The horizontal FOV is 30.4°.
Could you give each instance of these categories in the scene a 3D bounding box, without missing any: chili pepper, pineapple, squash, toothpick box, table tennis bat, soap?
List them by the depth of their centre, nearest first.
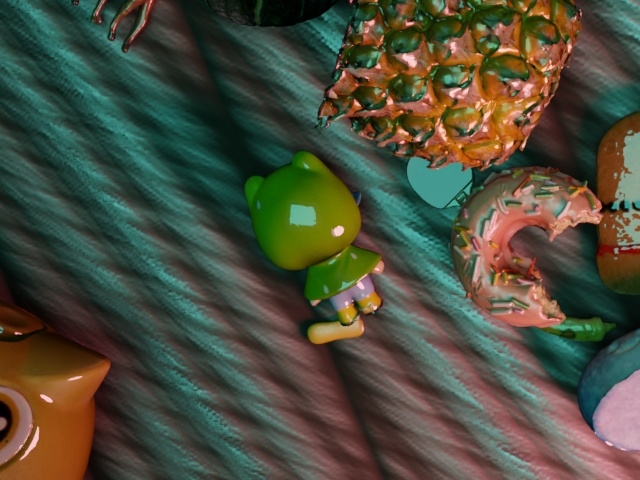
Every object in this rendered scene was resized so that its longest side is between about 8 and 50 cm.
[{"bbox_3d":[0.165,-0.258,1.547,0.300,0.352,0.352,22,103,-3],"label":"pineapple"},{"bbox_3d":[-0.070,-0.404,1.603,0.252,0.252,0.165,27,137,6],"label":"squash"},{"bbox_3d":[0.324,0.105,1.715,0.208,0.043,0.049,23,116,7],"label":"chili pepper"},{"bbox_3d":[0.194,-0.077,1.724,0.156,0.013,0.087,45,102,3],"label":"table tennis bat"},{"bbox_3d":[-0.540,0.285,1.726,0.409,0.409,0.425,28,100,5],"label":"toothpick box"},{"bbox_3d":[0.023,0.136,1.793,0.089,0.012,0.034,-11,97,13],"label":"soap"}]

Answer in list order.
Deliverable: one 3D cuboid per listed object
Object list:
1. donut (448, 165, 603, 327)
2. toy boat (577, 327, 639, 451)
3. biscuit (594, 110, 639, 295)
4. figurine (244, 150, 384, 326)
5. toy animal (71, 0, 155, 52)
[{"bbox_3d":[0.276,0.003,1.660,0.199,0.085,0.233,20,100,17],"label":"donut"},{"bbox_3d":[0.519,0.180,1.646,0.330,0.123,0.215,-25,124,20],"label":"toy boat"},{"bbox_3d":[0.515,-0.054,1.643,0.262,0.052,0.277,2,100,11],"label":"biscuit"},{"bbox_3d":[0.000,0.000,1.717,0.162,0.143,0.263,-25,105,20],"label":"figurine"},{"bbox_3d":[-0.224,-0.368,1.729,0.224,0.066,0.229,44,96,2],"label":"toy animal"}]
